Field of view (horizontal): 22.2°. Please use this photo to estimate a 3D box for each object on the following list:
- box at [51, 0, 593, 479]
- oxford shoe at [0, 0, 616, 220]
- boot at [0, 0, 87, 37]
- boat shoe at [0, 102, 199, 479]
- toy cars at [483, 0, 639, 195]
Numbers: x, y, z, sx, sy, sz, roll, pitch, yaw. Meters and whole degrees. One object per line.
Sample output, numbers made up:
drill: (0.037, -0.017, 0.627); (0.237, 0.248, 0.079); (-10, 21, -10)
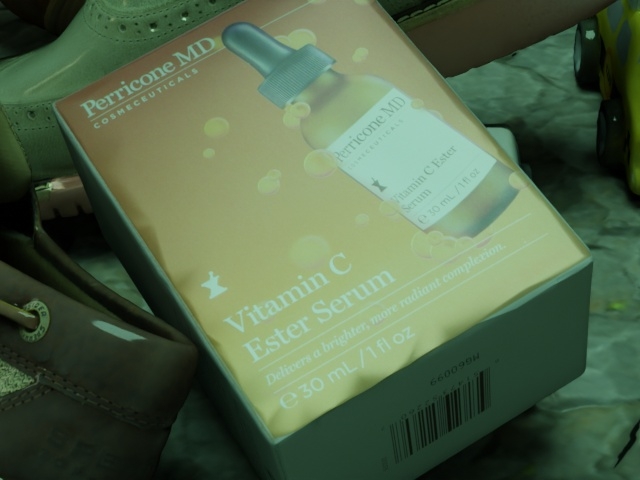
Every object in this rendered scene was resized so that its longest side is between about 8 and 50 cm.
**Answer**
box: (0.000, 0.000, 0.612); (0.130, 0.091, 0.170); (-31, 60, -11)
oxford shoe: (-0.050, -0.125, 0.767); (0.397, 0.146, 0.140); (-23, 26, 2)
boot: (-0.092, -0.245, 0.906); (0.220, 0.283, 0.109); (38, 4, 11)
boat shoe: (-0.159, -0.013, 0.637); (0.123, 0.123, 0.342); (16, 19, -45)
toy cars: (0.119, -0.058, 0.776); (0.176, 0.087, 0.393); (25, 41, 34)
